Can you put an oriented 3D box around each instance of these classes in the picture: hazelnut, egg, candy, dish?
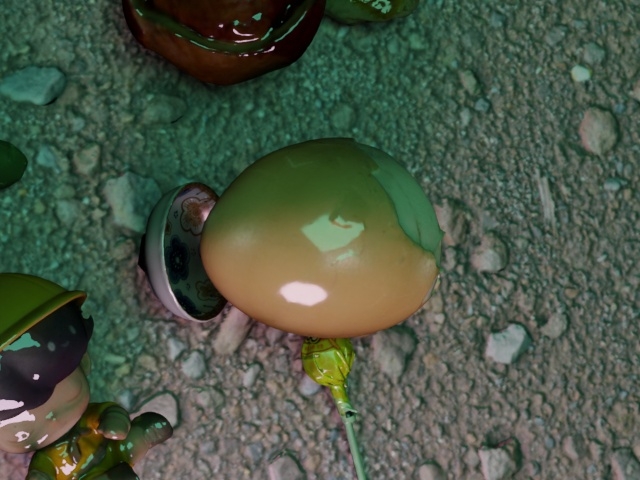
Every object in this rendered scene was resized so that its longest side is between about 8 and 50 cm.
[{"bbox_3d":[-0.102,-0.244,1.871,0.201,0.160,0.170,19,41,-15],"label":"hazelnut"},{"bbox_3d":[0.000,0.000,1.847,0.244,0.201,0.201,-8,84,-21],"label":"egg"},{"bbox_3d":[0.024,0.181,1.913,0.062,0.058,0.194,-22,99,-52],"label":"candy"},{"bbox_3d":[-0.152,0.014,1.864,0.141,0.078,0.141,16,72,-62],"label":"dish"}]

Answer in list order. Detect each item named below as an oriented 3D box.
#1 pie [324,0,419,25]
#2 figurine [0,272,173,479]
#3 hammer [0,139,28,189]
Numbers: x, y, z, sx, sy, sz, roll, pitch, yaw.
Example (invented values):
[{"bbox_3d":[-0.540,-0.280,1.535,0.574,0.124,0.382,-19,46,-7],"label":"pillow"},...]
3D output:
[{"bbox_3d":[0.037,-0.317,1.981,0.193,0.079,0.163,46,74,-5],"label":"pie"},{"bbox_3d":[-0.272,0.148,1.757,0.192,0.167,0.257,-46,119,-32],"label":"figurine"},{"bbox_3d":[-0.429,-0.105,1.756,0.335,0.206,0.119,20,56,-32],"label":"hammer"}]
